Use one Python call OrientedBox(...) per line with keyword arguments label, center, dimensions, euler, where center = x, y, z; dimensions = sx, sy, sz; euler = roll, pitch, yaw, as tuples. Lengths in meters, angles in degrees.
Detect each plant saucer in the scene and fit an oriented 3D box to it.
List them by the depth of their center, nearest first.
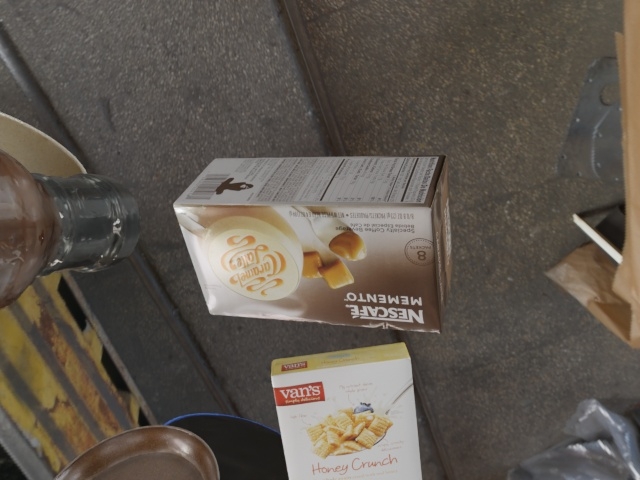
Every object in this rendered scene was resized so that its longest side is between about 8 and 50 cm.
OrientedBox(label="plant saucer", center=(-0.308, 0.433, 0.965), dimensions=(0.310, 0.311, 0.050), euler=(-13, 123, -3))

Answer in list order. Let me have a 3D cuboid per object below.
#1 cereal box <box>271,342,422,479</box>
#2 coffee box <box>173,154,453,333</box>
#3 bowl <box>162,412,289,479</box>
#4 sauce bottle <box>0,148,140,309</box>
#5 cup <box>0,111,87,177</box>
OrientedBox(label="cereal box", center=(0.038, 0.255, 0.775), dimensions=(0.172, 0.047, 0.240), euler=(-9, 109, 1))
OrientedBox(label="coffee box", center=(0.000, 0.000, 0.596), dimensions=(0.246, 0.098, 0.141), euler=(3, 125, 20))
OrientedBox(label="bowl", center=(-0.185, 0.493, 1.310), dimensions=(0.391, 0.391, 0.077), euler=(16, 96, -19))
OrientedBox(label="sauce bottle", center=(-0.217, -0.003, 0.285), dimensions=(0.111, 0.344, 0.112), euler=(1, 92, 17))
OrientedBox(label="cup", center=(-0.643, -0.078, 1.129), dimensions=(0.331, 0.331, 0.237), euler=(25, 109, -23))
